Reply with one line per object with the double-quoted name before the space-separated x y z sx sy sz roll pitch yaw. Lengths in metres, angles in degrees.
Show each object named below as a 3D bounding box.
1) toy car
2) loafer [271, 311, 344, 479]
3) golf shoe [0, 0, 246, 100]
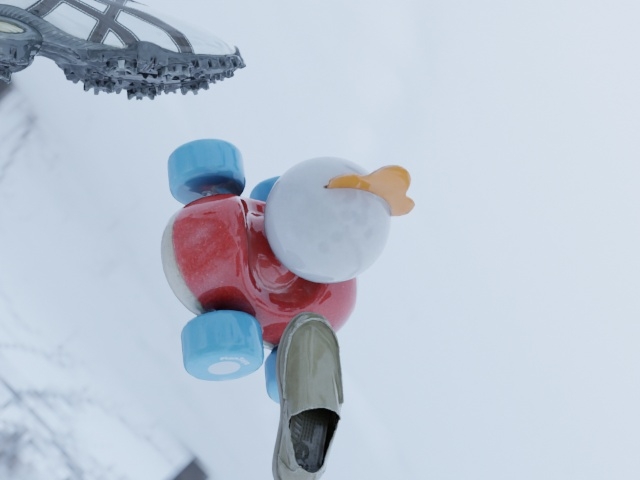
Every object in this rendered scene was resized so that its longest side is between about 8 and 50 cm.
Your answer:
"toy car" 0.000 0.000 1.539 0.210 0.238 0.219 23 -130 -43
"loafer" -0.006 0.129 1.369 0.056 0.148 0.050 7 168 -23
"golf shoe" -0.133 -0.133 0.967 0.198 0.094 0.077 6 166 -28
